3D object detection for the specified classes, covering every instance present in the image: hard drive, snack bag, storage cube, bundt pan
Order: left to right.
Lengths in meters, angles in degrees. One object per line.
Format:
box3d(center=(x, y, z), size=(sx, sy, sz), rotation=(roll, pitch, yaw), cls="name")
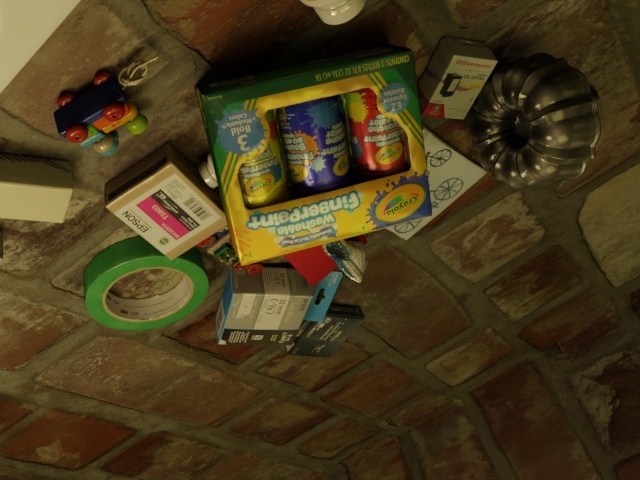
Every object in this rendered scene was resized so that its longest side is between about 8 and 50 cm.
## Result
box3d(center=(-0.551, -0.420, 1.177), size=(0.353, 0.047, 0.233), rotation=(-39, 141, 21), cls="hard drive")
box3d(center=(-0.030, -0.035, 1.784), size=(0.215, 0.184, 0.193), rotation=(-40, 143, 1), cls="storage cube")
box3d(center=(0.250, -0.148, 1.934), size=(0.323, 0.037, 0.342), rotation=(-42, 140, 24), cls="snack bag")
box3d(center=(0.476, -0.265, 1.639), size=(0.124, 0.331, 0.331), rotation=(-16, 146, -32), cls="bundt pan")

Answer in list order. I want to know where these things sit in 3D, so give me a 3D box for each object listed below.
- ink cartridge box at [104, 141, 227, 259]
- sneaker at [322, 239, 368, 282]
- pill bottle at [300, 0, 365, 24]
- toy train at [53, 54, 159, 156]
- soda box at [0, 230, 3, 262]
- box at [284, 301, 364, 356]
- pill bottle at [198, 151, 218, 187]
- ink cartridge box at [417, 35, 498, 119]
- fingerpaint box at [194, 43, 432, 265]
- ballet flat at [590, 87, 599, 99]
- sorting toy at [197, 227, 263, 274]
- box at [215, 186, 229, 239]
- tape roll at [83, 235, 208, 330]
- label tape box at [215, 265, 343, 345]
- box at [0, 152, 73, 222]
box3d(center=(-0.351, -0.086, 1.637), size=(0.193, 0.088, 0.235), rotation=(-32, 133, 12), cls="ink cartridge box")
box3d(center=(0.068, 0.023, 1.732), size=(0.083, 0.071, 0.191), rotation=(-57, 144, -19), cls="sneaker")
box3d(center=(-0.007, -0.511, 1.261), size=(0.136, 0.136, 0.246), rotation=(-29, 143, 10), cls="pill bottle")
box3d(center=(-0.393, -0.266, 1.414), size=(0.248, 0.105, 0.143), rotation=(-28, 154, 8), cls="toy train")
box3d(center=(-0.852, 0.075, 1.610), size=(0.286, 0.091, 0.098), rotation=(-38, 139, 20), cls="soda box")
box3d(center=(0.012, 0.304, 2.361), size=(0.183, 0.059, 0.233), rotation=(10, 133, -37), cls="box")
box3d(center=(-0.202, -0.187, 1.614), size=(0.152, 0.086, 0.086), rotation=(-31, 143, 12), cls="pill bottle")
box3d(center=(0.312, -0.377, 1.644), size=(0.127, 0.072, 0.175), rotation=(0, 139, -26), cls="ink cartridge box")
box3d(center=(-0.007, -0.189, 1.512), size=(0.444, 0.163, 0.371), rotation=(-14, 112, -10), cls="fingerpaint box")
box3d(center=(0.728, -0.346, 1.913), size=(0.057, 0.049, 0.173), rotation=(-24, 144, 4), cls="ballet flat")
box3d(center=(-0.211, 0.021, 1.847), size=(0.132, 0.046, 0.274), rotation=(-36, 144, 19), cls="sorting toy")
box3d(center=(-0.223, -0.073, 1.790), size=(0.136, 0.037, 0.225), rotation=(-24, 142, 3), cls="box")
box3d(center=(-0.464, 0.119, 1.875), size=(0.321, 0.077, 0.321), rotation=(-14, 144, -11), cls="tape roll")
box3d(center=(-0.119, 0.200, 2.086), size=(0.347, 0.115, 0.249), rotation=(5, 136, -17), cls="label tape box")
box3d(center=(-0.668, -0.115, 1.462), size=(0.275, 0.094, 0.113), rotation=(6, 136, -33), cls="box")
